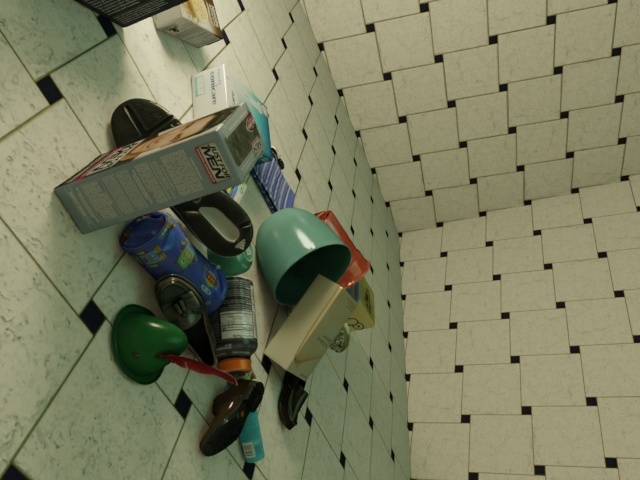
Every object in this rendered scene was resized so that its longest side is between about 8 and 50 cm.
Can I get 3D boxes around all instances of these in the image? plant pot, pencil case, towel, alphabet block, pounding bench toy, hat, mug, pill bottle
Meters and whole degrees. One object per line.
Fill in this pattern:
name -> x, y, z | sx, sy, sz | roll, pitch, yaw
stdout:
plant pot -> -0.081, 0.034, 1.839 | 0.235, 0.293, 0.293 | 53, 6, 30
plant pot -> 0.018, 0.041, 2.181 | 0.265, 0.272, 0.272 | 62, 21, -16
pencil case -> -0.332, 0.053, 1.311 | 0.133, 0.119, 0.306 | -60, 142, -23
towel -> -0.183, -0.236, 2.116 | 0.243, 0.040, 0.336 | -82, 152, -51
alphabet block -> 0.114, 0.261, 2.378 | 0.194, 0.192, 0.197 | -84, 154, -43
pounding bench toy -> -0.222, 0.367, 1.512 | 0.065, 0.052, 0.083 | -66, 138, -62
hat -> -0.304, 0.209, 1.177 | 0.208, 0.183, 0.173 | 52, 29, -50
mug -> -0.258, 0.029, 1.592 | 0.158, 0.097, 0.130 | 57, 26, -46
pill bottle -> -0.234, 0.227, 1.460 | 0.130, 0.130, 0.246 | 38, 41, -62

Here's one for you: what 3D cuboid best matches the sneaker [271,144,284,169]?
sneaker -> -0.171, -0.335, 2.222 | 0.044, 0.040, 0.109 | -79, 150, -56

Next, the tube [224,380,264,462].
tube -> -0.196, 0.485, 1.480 | 0.052, 0.080, 0.207 | 180, -102, -77

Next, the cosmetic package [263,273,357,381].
cosmetic package -> -0.027, 0.281, 1.786 | 0.309, 0.113, 0.160 | -56, 146, -10

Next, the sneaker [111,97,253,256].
sneaker -> -0.359, -0.131, 1.398 | 0.448, 0.169, 0.257 | 52, -17, -6

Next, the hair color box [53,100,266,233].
hair color box -> -0.314, -0.146, 1.111 | 0.185, 0.374, 0.114 | -73, 144, -58

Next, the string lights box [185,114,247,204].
string lights box -> -0.321, -0.219, 1.628 | 0.133, 0.076, 0.260 | -78, 149, -51

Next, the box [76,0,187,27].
box -> -0.508, -0.712, 1.233 | 0.395, 0.211, 0.294 | 2, 75, -72

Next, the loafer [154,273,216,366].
loafer -> -0.298, 0.191, 1.285 | 0.084, 0.096, 0.268 | 51, -16, 48

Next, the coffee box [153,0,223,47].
coffee box -> -0.411, -0.695, 1.689 | 0.246, 0.098, 0.141 | -19, 95, -72

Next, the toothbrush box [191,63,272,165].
toothbrush box -> -0.282, -0.392, 1.797 | 0.295, 0.126, 0.217 | 34, 45, -65

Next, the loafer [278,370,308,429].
loafer -> -0.081, 0.501, 1.786 | 0.220, 0.078, 0.080 | -85, 154, -45

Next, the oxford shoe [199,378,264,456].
oxford shoe -> -0.237, 0.439, 1.384 | 0.227, 0.096, 0.083 | -48, 138, -47

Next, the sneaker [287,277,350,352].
sneaker -> -0.028, 0.321, 2.043 | 0.410, 0.158, 0.182 | 56, 42, -37
